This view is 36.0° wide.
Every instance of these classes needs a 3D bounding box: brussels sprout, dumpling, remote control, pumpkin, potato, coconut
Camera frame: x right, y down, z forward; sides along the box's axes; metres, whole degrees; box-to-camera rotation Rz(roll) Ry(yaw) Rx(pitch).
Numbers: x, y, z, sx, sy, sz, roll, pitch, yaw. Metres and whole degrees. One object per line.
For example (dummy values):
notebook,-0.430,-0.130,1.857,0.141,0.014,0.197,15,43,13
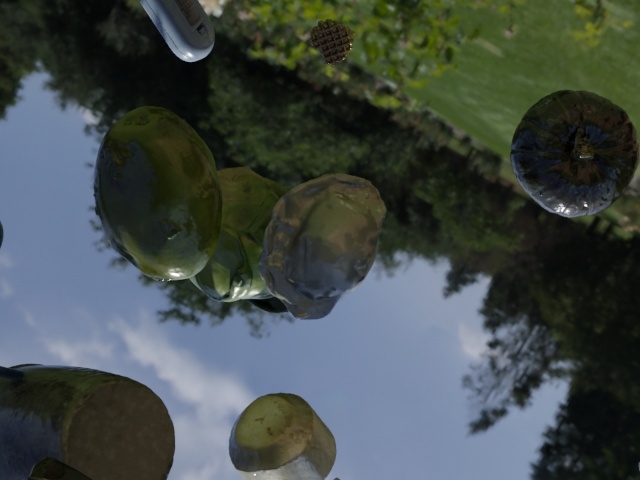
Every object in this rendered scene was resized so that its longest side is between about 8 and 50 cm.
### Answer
brussels sprout,-0.132,-0.001,1.799,0.259,0.227,0.294,-13,-104,-54
dumpling,0.000,0.000,1.637,0.193,0.258,0.147,36,178,-8
remote control,-0.232,-0.371,1.433,0.047,0.087,0.244,-11,124,37
remote control,-0.288,0.349,1.310,0.212,0.028,0.059,25,-152,2
pumpkin,0.439,-0.149,1.697,0.224,0.223,0.157,29,-174,-4
potato,-0.233,-0.064,1.408,0.148,0.186,0.253,-83,-23,-82
coconut,-0.074,0.424,1.992,0.202,0.202,0.222,37,163,47

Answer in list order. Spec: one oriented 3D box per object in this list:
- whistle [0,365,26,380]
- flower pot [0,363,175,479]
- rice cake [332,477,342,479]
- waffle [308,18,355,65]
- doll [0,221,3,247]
whistle,-0.555,0.176,1.626,0.158,0.090,0.090,24,-171,-44
flower pot,-0.421,0.350,1.683,0.330,0.293,0.294,-11,155,44
rice cake,-0.009,0.484,1.729,0.050,0.106,0.298,45,161,12
waffle,0.018,-0.347,1.717,0.085,0.078,0.016,32,-160,-34
doll,-0.676,0.006,1.810,0.141,0.177,0.314,56,174,-7
